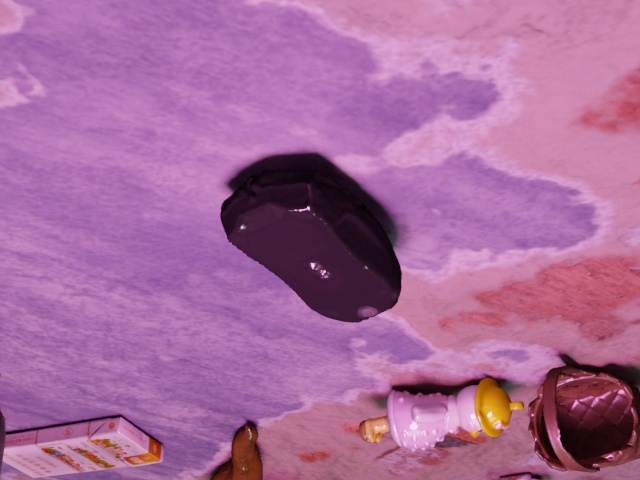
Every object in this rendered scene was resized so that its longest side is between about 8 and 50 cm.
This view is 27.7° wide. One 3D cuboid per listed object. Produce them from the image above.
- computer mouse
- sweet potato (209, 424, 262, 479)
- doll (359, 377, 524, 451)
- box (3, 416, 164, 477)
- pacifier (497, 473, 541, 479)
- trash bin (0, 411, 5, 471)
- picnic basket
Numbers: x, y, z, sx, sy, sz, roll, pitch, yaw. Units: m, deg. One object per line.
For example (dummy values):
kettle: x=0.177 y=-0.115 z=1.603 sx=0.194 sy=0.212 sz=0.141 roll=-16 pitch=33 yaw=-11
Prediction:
computer mouse: x=0.000 y=0.000 z=1.282 sx=0.122 sy=0.073 sz=0.217 roll=-20 pitch=136 yaw=29
sweet potato: x=-0.111 y=0.328 z=1.866 sx=0.069 sy=0.059 sz=0.249 roll=20 pitch=143 yaw=-6
doll: x=0.154 y=0.220 z=1.639 sx=0.207 sy=0.081 sz=0.129 roll=-11 pitch=166 yaw=17
box: x=-0.347 y=0.298 z=1.850 sx=0.221 sy=0.032 sz=0.122 roll=-11 pitch=146 yaw=22
pacifier: x=0.294 y=0.384 z=1.911 sx=0.099 sy=0.078 sz=0.081 roll=-16 pitch=166 yaw=27
trash bin: x=-0.603 y=0.305 z=1.709 sx=0.344 sy=0.222 sz=0.158 roll=2 pitch=149 yaw=-4
picnic basket: x=0.316 y=0.216 z=1.568 sx=0.138 sy=0.128 sz=0.178 roll=-18 pitch=154 yaw=27
